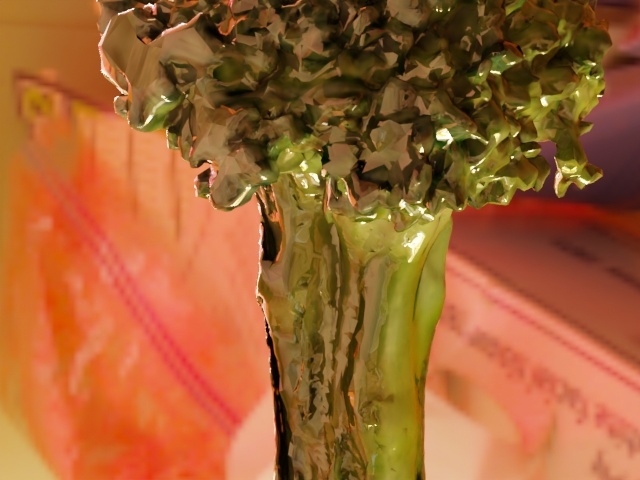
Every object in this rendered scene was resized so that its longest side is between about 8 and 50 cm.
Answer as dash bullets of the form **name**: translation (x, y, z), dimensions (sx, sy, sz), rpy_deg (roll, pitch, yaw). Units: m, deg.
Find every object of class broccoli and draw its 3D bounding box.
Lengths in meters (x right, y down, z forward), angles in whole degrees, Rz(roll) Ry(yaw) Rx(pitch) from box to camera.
- **broccoli**: translation (-0.012, -0.013, 0.768), dimensions (0.198, 0.177, 0.275), rpy_deg (39, 129, 35)
